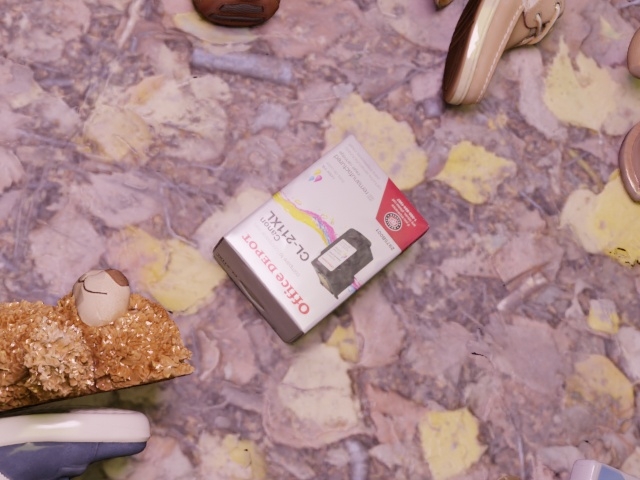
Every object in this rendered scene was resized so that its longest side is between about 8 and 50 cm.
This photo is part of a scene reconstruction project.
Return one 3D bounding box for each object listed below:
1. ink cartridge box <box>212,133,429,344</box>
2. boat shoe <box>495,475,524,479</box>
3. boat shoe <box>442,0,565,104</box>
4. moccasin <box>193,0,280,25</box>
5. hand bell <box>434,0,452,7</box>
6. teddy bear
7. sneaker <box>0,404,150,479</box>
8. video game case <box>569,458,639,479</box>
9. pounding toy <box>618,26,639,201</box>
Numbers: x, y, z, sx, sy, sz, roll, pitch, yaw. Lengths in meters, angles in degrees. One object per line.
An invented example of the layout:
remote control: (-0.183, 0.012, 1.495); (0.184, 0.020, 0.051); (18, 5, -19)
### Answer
ink cartridge box: (0.000, 0.000, 1.300); (0.175, 0.072, 0.127); (-40, 89, -19)
boat shoe: (0.217, 0.313, 1.283); (0.064, 0.060, 0.178); (-36, 90, -26)
boat shoe: (0.220, -0.265, 1.399); (0.098, 0.109, 0.302); (27, 67, -5)
moccasin: (-0.088, -0.417, 1.338); (0.139, 0.147, 0.380); (7, 76, -12)
hand bell: (0.066, -0.370, 1.401); (0.242, 0.126, 0.126); (36, 72, 10)
teddy bear: (-0.284, 0.096, 1.129); (0.338, 0.245, 0.113); (-10, 86, -10)
sneaker: (-0.319, 0.237, 1.152); (0.350, 0.131, 0.148); (-10, 86, -9)
video game case: (0.329, 0.415, 1.259); (0.300, 0.036, 0.329); (25, 73, -24)
pounding toy: (0.427, -0.107, 1.381); (0.269, 0.155, 0.154); (32, 68, -4)
